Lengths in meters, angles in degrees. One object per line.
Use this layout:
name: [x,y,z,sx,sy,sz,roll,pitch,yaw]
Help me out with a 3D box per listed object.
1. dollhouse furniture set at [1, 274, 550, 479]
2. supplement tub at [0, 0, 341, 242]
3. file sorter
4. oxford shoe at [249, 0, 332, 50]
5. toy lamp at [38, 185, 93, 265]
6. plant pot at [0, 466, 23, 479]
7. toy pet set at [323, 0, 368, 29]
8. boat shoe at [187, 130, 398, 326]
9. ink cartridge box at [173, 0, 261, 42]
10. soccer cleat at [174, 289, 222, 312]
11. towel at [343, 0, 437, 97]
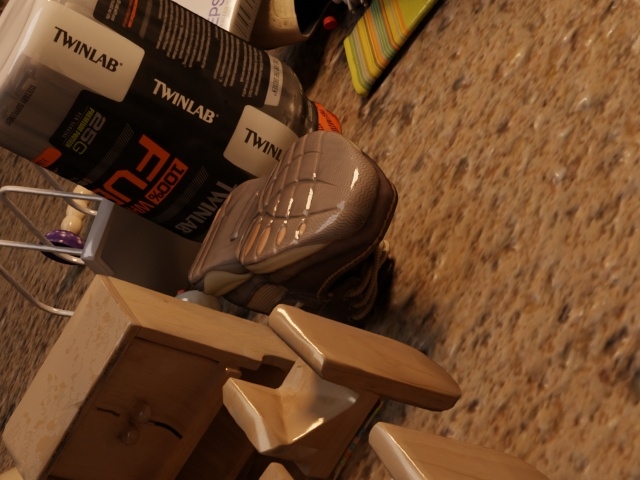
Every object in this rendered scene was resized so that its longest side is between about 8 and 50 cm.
dollhouse furniture set: [-0.024,0.222,1.216,0.362,0.256,0.394,-58,42,15]
supplement tub: [-0.162,-0.130,1.695,0.207,0.338,0.207,-49,25,32]
file sorter: [-0.234,-0.065,1.906,0.173,0.193,0.278,7,65,25]
oxford shoe: [0.013,-0.370,1.930,0.146,0.140,0.397,10,66,37]
toy lamp: [-0.321,-0.100,2.417,0.080,0.080,0.275,-29,41,56]
plant pot: [-0.247,0.304,1.553,0.274,0.256,0.256,-43,24,7]
toy pet set: [0.019,-0.294,1.783,0.114,0.122,0.065,-27,61,17]
boat shoe: [0.000,0.000,1.457,0.132,0.130,0.355,-64,15,-13]
ink cartridge box: [-0.157,-0.296,1.858,0.224,0.045,0.223,-1,60,29]
soccer cleat: [-0.153,0.127,1.759,0.196,0.068,0.076,-55,26,40]
towel: [0.102,-0.251,1.676,0.237,0.021,0.102,-50,29,28]
